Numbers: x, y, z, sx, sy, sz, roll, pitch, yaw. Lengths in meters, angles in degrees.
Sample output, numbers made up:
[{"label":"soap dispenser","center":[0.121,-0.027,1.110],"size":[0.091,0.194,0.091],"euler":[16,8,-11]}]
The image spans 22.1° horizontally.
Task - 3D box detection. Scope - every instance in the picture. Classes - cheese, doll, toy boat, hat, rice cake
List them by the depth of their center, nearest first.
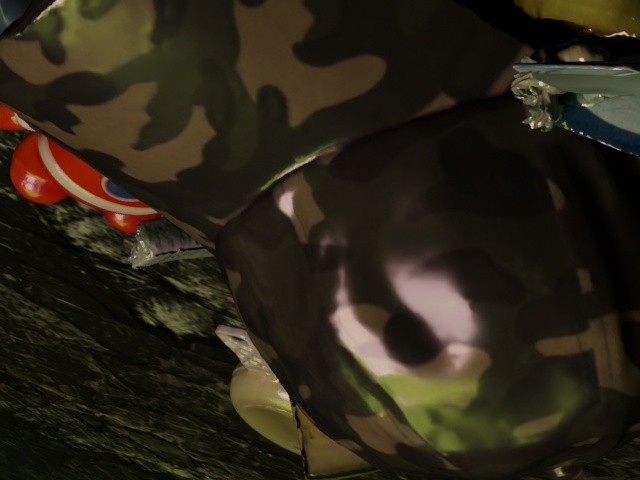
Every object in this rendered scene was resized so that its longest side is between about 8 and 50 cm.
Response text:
[{"label":"toy boat","center":[0.163,-0.057,0.723],"size":[0.220,0.067,0.291],"euler":[13,-170,25]},{"label":"hat","center":[0.000,0.000,0.923],"size":[0.381,0.257,0.366],"euler":[13,144,-37]},{"label":"doll","center":[-0.113,-0.071,1.121],"size":[0.200,0.105,0.336],"euler":[20,160,-21]},{"label":"rice cake","center":[-0.060,-0.008,1.156],"size":[0.033,0.033,0.207],"euler":[-19,175,39]},{"label":"cheese","center":[-0.037,0.139,1.568],"size":[0.137,0.064,0.227],"euler":[7,151,30]}]

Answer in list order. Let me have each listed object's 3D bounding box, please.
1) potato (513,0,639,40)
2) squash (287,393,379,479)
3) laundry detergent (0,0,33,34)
[{"label":"potato","center":[0.218,-0.125,0.680],"size":[0.271,0.111,0.160],"euler":[13,-166,23]},{"label":"squash","center":[0.095,0.119,1.454],"size":[0.252,0.169,0.093],"euler":[-12,158,-3]},{"label":"laundry detergent","center":[-0.237,-0.184,1.053],"size":[0.096,0.061,0.206],"euler":[2,151,24]}]
